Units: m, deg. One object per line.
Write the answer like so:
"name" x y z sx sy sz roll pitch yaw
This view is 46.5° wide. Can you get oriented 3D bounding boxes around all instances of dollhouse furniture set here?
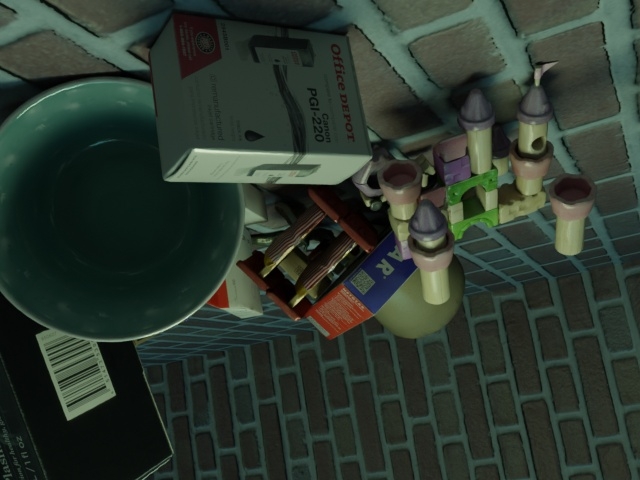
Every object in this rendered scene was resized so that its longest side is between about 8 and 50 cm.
"dollhouse furniture set" 0.000 0.000 1.453 0.201 0.152 0.374 -45 179 13

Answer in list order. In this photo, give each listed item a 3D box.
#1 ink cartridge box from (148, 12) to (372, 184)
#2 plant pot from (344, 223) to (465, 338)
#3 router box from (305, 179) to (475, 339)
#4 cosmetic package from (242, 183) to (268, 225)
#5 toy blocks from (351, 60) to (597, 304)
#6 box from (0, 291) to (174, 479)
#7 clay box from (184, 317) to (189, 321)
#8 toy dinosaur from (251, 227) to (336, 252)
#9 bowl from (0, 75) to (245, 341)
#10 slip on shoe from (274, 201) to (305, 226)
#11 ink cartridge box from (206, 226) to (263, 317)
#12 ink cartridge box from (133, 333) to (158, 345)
"ink cartridge box" -0.064 -0.149 0.821 0.218 0.159 0.092 -1 163 -32
"plant pot" 0.174 0.072 1.774 0.256 0.256 0.274 -17 149 28
"router box" 0.137 0.032 1.466 0.335 0.082 0.301 -45 179 -22
"cosmetic package" -0.178 -0.074 1.253 0.099 0.060 0.239 -13 166 13
"toy blocks" 0.211 -0.121 1.112 0.288 0.309 0.260 -20 134 -5
"box" -0.618 0.296 1.463 0.471 0.480 0.297 -18 -177 33
"clay box" -0.428 0.165 1.915 0.222 0.053 0.127 -7 136 -41
"toy dinosaur" -0.093 0.016 1.681 0.268 0.064 0.118 -7 152 -9
"bowl" -0.255 -0.040 0.943 0.311 0.312 0.163 -7 -175 -8
"slip on shoe" -0.051 -0.053 1.473 0.041 0.051 0.135 -49 156 -5
"ink cartridge box" -0.178 0.048 1.476 0.066 0.189 0.232 -11 166 3
"ink cartridge box" -0.531 0.250 2.142 0.234 0.088 0.193 -22 -175 45
